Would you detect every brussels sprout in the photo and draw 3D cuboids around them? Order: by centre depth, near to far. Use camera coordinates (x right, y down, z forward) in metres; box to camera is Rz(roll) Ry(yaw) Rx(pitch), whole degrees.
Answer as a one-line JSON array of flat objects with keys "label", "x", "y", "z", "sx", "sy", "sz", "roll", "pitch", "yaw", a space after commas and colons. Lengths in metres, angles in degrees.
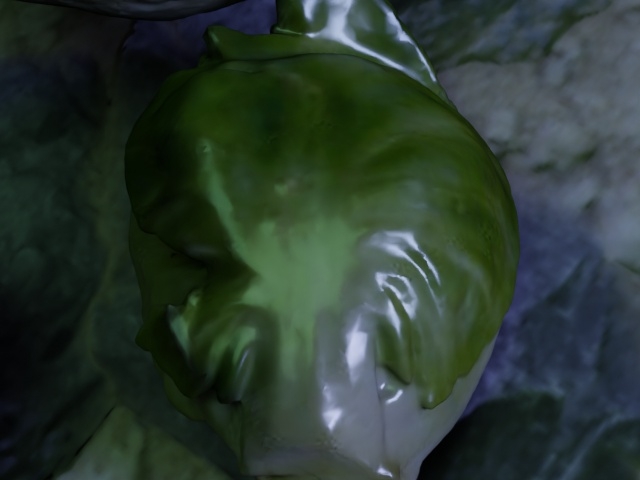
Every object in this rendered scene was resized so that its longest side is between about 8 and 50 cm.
[{"label": "brussels sprout", "x": 0.000, "y": -0.001, "z": 0.607, "sx": 0.139, "sy": 0.100, "sz": 0.181, "roll": -6, "pitch": 48, "yaw": 1}]

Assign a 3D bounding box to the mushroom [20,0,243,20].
[{"label": "mushroom", "x": -0.095, "y": -0.172, "z": 0.696, "sx": 0.267, "sy": 0.189, "sz": 0.164, "roll": 7, "pitch": 95, "yaw": 0}]
